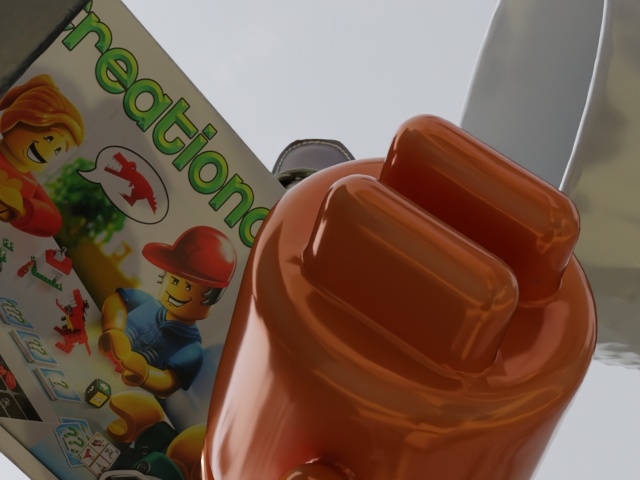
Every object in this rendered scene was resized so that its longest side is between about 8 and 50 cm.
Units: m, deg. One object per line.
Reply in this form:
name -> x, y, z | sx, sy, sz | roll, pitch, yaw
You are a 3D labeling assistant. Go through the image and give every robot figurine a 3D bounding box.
robot figurine -> 0.022, 0.058, 0.612 | 0.128, 0.158, 0.219 | 5, -42, -10

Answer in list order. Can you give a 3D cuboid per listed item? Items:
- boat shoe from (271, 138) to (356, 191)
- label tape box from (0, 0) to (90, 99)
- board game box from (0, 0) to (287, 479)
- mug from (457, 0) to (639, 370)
boat shoe -> 0.000, 0.000, 1.357 | 0.122, 0.324, 0.120 | -4, -55, 1
label tape box -> -0.185, -0.027, 0.493 | 0.106, 0.240, 0.334 | 43, -81, -14
board game box -> -0.123, 0.002, 0.813 | 0.193, 0.053, 0.305 | -47, -63, -11
mug -> 0.287, -0.075, 0.986 | 0.328, 0.276, 0.374 | 14, -46, -10
